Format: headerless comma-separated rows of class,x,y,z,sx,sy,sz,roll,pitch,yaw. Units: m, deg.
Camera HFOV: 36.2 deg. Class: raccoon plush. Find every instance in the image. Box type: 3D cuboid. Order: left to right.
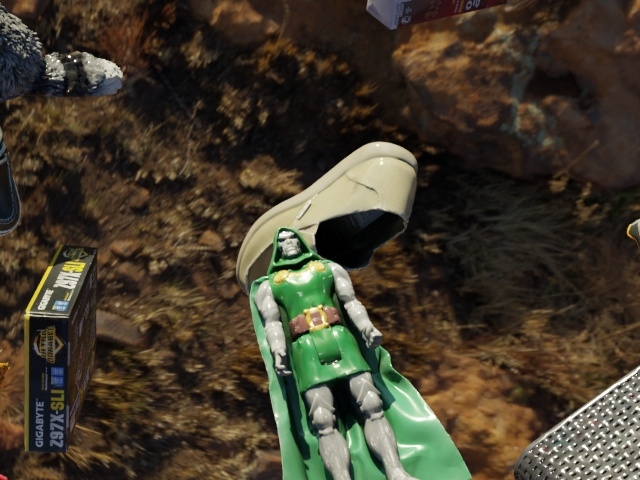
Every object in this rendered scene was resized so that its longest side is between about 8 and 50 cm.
raccoon plush,-0.573,-0.410,1.722,0.446,0.216,0.299,-13,114,-46

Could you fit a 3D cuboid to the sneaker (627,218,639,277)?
sneaker,0.506,0.056,1.413,0.084,0.083,0.214,-29,107,-50

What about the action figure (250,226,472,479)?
action figure,0.005,0.088,0.726,0.137,0.063,0.232,-15,60,-12

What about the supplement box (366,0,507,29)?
supplement box,0.196,-0.423,1.538,0.239,0.130,0.073,-19,47,-27

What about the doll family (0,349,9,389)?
doll family,-0.499,0.173,1.287,0.163,0.118,0.263,26,99,17

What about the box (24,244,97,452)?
box,-0.455,0.180,1.732,0.079,0.322,0.257,6,110,-6

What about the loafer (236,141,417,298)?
loafer,0.000,0.000,1.064,0.102,0.268,0.092,27,38,-27

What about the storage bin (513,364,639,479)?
storage bin,0.250,0.174,0.735,0.180,0.084,0.122,-33,125,-10

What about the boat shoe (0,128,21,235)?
boat shoe,-0.353,-0.092,0.972,0.078,0.070,0.219,-49,133,-35

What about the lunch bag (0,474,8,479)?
lunch bag,-0.521,0.402,1.265,0.293,0.258,0.120,-10,113,-42
